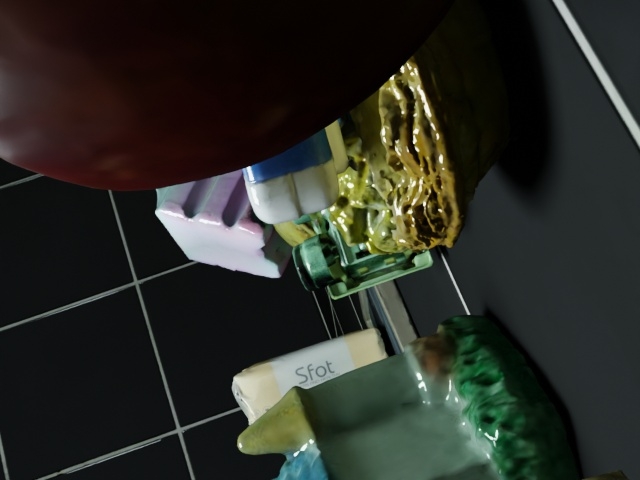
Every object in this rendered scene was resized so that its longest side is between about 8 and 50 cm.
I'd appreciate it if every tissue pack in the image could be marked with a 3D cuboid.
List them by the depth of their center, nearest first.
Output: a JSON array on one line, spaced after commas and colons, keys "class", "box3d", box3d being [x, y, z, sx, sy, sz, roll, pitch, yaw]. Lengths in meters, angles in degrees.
[{"class": "tissue pack", "box3d": [-0.013, 0.197, 1.536, 0.186, 0.222, 0.090, 97, 156, -83]}]

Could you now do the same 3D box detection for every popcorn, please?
[{"class": "popcorn", "box3d": [0.049, -0.043, 0.858, 0.116, 0.106, 0.121, 42, 165, 31]}]

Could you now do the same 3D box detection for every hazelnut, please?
[{"class": "hazelnut", "box3d": [-0.108, -0.222, 0.436, 0.409, 0.359, 0.359, 32, 158, 23]}]

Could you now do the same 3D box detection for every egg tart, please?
[{"class": "egg tart", "box3d": [0.057, -0.098, 0.655, 0.212, 0.090, 0.212, 163, 90, -84]}]

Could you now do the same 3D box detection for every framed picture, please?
[{"class": "framed picture", "box3d": [0.130, 0.211, 1.455, 0.326, 0.028, 0.446, 77, 172, -58]}]

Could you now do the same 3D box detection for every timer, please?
[{"class": "timer", "box3d": [-0.033, -0.121, 0.754, 0.253, 0.078, 0.178, -109, 3, -75]}]

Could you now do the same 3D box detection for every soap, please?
[{"class": "soap", "box3d": [-0.080, -0.130, 1.281, 0.109, 0.193, 0.324, 65, -138, -56]}]

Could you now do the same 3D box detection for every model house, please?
[{"class": "model house", "box3d": [0.034, 0.240, 0.861, 0.194, 0.325, 0.267, -121, 13, -61]}]

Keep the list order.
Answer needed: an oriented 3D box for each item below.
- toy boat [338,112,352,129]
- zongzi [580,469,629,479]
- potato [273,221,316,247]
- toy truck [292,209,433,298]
[{"class": "toy boat", "box3d": [0.034, -0.134, 0.889, 0.077, 0.075, 0.185, 30, 147, 30]}, {"class": "zongzi", "box3d": [0.189, 0.230, 0.579, 0.176, 0.078, 0.160, 50, 161, 49]}, {"class": "potato", "box3d": [0.000, 0.000, 1.134, 0.120, 0.149, 0.081, -36, 63, 46]}, {"class": "toy truck", "box3d": [0.018, -0.081, 1.032, 0.135, 0.128, 0.259, 4, -114, -80]}]
